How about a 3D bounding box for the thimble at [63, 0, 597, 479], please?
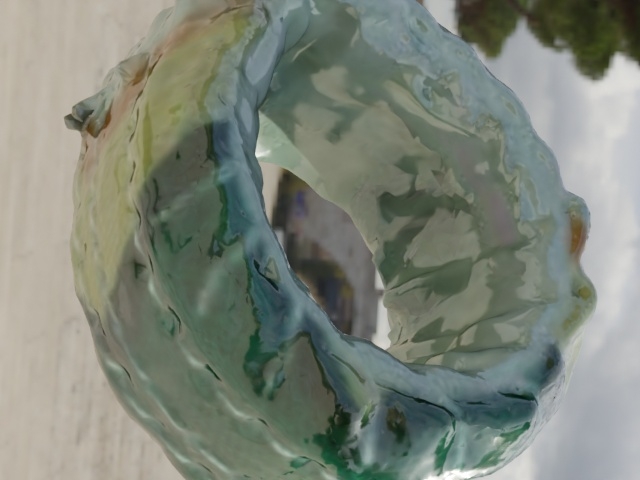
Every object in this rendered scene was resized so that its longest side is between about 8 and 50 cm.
[{"bbox_3d":[0.000,0.000,0.721,0.254,0.288,0.167,-37,180,-38],"label":"thimble"}]
